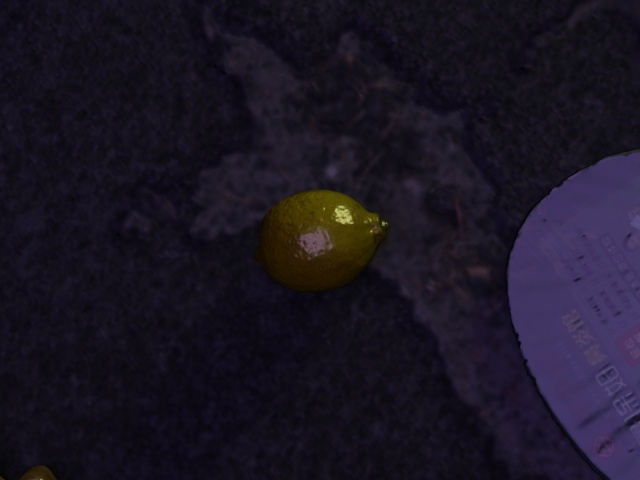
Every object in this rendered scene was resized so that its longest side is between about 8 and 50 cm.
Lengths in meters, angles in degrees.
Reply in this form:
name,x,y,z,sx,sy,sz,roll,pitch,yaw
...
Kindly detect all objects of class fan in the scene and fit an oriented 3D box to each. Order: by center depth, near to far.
name,x,y,z,sx,sy,sz,roll,pitch,yaw
fan,0.256,0.051,0.923,0.294,0.012,0.223,-5,87,10

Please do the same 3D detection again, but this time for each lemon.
name,x,y,z,sx,sy,sz,roll,pitch,yaw
lemon,0.000,0.000,0.949,0.083,0.062,0.062,-15,85,10

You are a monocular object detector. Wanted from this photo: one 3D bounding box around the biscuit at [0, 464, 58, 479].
name,x,y,z,sx,sy,sz,roll,pitch,yaw
biscuit,-0.193,0.223,0.988,0.239,0.041,0.212,13,90,6
